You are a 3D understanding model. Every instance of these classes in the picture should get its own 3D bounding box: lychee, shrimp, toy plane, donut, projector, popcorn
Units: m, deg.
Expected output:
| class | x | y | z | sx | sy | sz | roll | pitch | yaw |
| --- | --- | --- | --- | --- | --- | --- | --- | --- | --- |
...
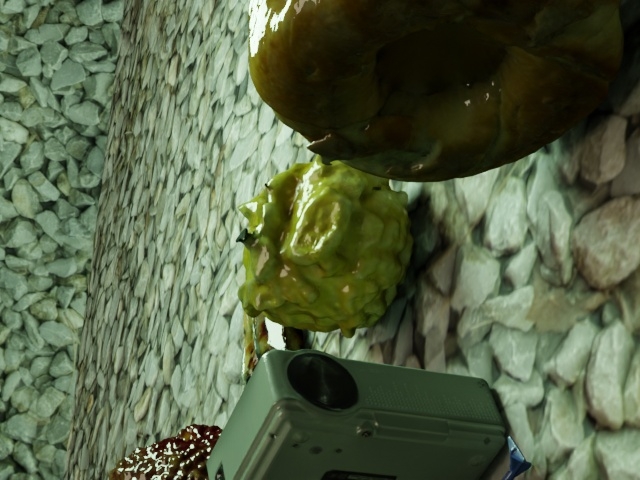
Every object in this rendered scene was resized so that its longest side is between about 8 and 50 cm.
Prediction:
| class | x | y | z | sx | sy | sz | roll | pitch | yaw |
| --- | --- | --- | --- | --- | --- | --- | --- | --- | --- |
| lychee | -0.175 | 0.398 | 1.604 | 0.271 | 0.272 | 0.271 | -169 | 90 | -68 |
| shrimp | -0.078 | 0.187 | 1.696 | 0.364 | 0.071 | 0.233 | -105 | 25 | -46 |
| toy plane | 0.155 | 0.267 | 1.096 | 0.167 | 0.062 | 0.054 | -60 | 27 | 17 |
| donut | 0.105 | -0.192 | 1.057 | 0.360 | 0.360 | 0.170 | 131 | 143 | -51 |
| projector | 0.036 | 0.215 | 1.140 | 0.099 | 0.257 | 0.192 | -108 | 36 | -48 |
| popcorn | -0.007 | 0.005 | 1.394 | 0.249 | 0.225 | 0.249 | -179 | 90 | -69 |
